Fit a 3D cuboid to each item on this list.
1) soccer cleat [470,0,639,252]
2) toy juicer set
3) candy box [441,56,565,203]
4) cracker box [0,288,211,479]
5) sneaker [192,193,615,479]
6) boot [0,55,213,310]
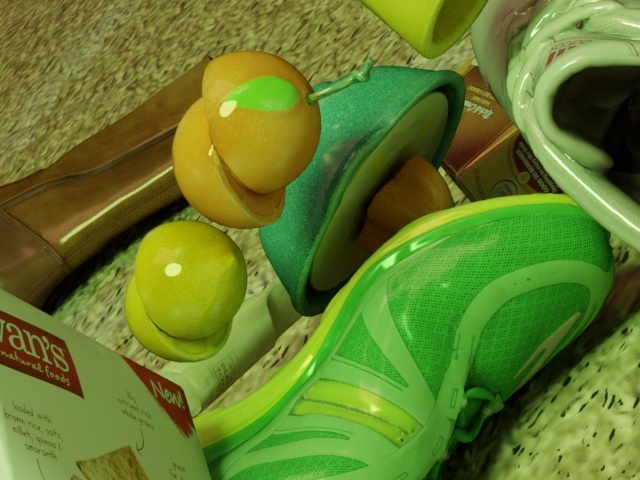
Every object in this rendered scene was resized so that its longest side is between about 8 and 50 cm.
[{"bbox_3d":[0.130,-0.076,0.847,0.116,0.143,0.331,-65,32,14],"label":"soccer cleat"},{"bbox_3d":[0.000,0.000,0.907,0.209,0.089,0.329,-49,-16,-27],"label":"toy juicer set"},{"bbox_3d":[0.142,-0.091,1.046,0.187,0.053,0.109,-39,25,3],"label":"candy box"},{"bbox_3d":[-0.085,0.140,0.717,0.067,0.156,0.232,-31,58,16],"label":"cracker box"},{"bbox_3d":[0.021,0.097,0.856,0.295,0.109,0.123,-39,47,-5],"label":"sneaker"},{"bbox_3d":[-0.190,-0.048,1.379,0.280,0.096,0.264,-38,24,-2],"label":"boot"}]
